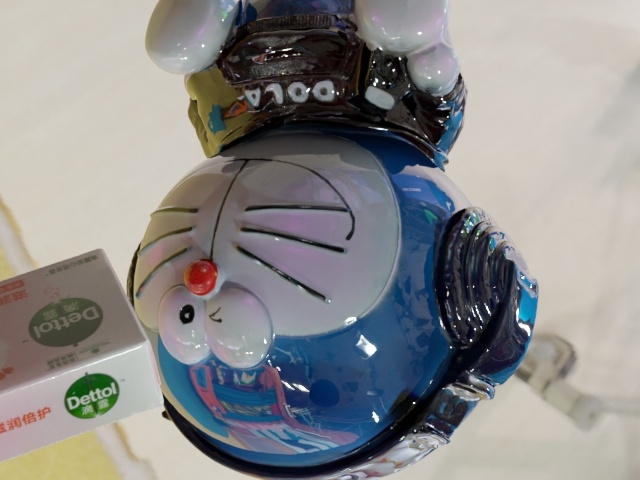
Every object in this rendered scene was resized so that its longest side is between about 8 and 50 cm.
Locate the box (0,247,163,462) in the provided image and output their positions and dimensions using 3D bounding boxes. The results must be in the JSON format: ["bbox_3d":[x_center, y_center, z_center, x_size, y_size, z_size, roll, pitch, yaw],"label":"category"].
[{"bbox_3d":[-0.151,0.061,0.773,0.125,0.089,0.043,-20,129,-15],"label":"box"}]

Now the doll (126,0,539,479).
[{"bbox_3d":[0.000,0.000,0.980,0.240,0.284,0.310,32,55,-52],"label":"doll"}]
